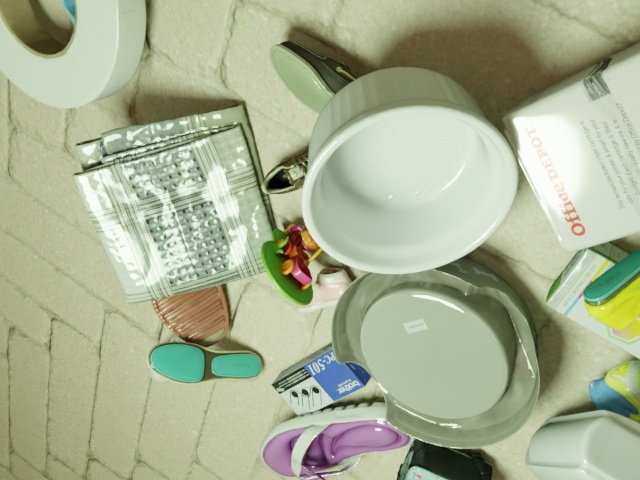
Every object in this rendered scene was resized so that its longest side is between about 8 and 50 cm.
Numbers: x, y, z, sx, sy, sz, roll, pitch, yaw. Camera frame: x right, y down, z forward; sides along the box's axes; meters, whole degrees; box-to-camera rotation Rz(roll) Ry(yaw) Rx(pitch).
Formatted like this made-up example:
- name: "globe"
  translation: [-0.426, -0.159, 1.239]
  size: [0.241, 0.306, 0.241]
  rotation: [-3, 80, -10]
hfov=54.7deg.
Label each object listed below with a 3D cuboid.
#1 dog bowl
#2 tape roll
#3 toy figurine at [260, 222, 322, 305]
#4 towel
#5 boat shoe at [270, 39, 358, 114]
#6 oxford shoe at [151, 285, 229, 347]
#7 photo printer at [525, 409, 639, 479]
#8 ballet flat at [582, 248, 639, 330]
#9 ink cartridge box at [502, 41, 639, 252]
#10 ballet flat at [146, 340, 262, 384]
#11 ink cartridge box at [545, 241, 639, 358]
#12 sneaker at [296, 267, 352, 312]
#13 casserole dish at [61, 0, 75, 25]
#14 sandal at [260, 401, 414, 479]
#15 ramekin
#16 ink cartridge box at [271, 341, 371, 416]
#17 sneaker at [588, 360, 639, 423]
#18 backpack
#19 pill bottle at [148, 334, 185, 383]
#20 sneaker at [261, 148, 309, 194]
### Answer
- name: "dog bowl"
  translation: [0.193, 0.173, 1.025]
  size: [0.348, 0.102, 0.349]
  rotation: [14, 122, 24]
- name: "tape roll"
  translation: [-0.469, -0.425, 1.066]
  size: [0.392, 0.072, 0.392]
  rotation: [14, 121, 24]
- name: "toy figurine"
  translation: [0.000, 0.000, 1.044]
  size: [0.159, 0.173, 0.130]
  rotation: [-36, 123, 20]
- name: "towel"
  translation: [-0.247, -0.057, 1.098]
  size: [0.312, 0.056, 0.324]
  rotation: [-13, 110, 2]
- name: "boat shoe"
  translation: [0.024, -0.226, 0.930]
  size: [0.228, 0.069, 0.081]
  rotation: [42, 158, 6]
- name: "oxford shoe"
  translation: [-0.308, 0.045, 1.265]
  size: [0.397, 0.140, 0.146]
  rotation: [66, 168, -26]
- name: "photo printer"
  translation: [0.443, 0.350, 0.888]
  size: [0.256, 0.107, 0.307]
  rotation: [30, 165, 11]
- name: "ballet flat"
  translation: [0.437, 0.026, 0.777]
  size: [0.231, 0.077, 0.077]
  rotation: [-43, 100, 8]
- name: "ink cartridge box"
  translation: [0.389, -0.127, 0.730]
  size: [0.273, 0.115, 0.198]
  rotation: [-22, 102, 38]
- name: "ballet flat"
  translation: [-0.244, 0.260, 1.289]
  size: [0.248, 0.086, 0.086]
  rotation: [14, 134, -26]
- name: "ink cartridge box"
  translation: [0.438, 0.092, 0.857]
  size: [0.209, 0.062, 0.109]
  rotation: [32, 127, 12]
- name: "sneaker"
  translation: [0.002, 0.086, 1.128]
  size: [0.134, 0.051, 0.070]
  rotation: [-18, 99, 37]
- name: "casserole dish"
  translation: [-0.384, -0.443, 1.073]
  size: [0.114, 0.037, 0.188]
  rotation: [44, 129, 3]
- name: "sandal"
  translation: [0.009, 0.428, 1.252]
  size: [0.169, 0.102, 0.416]
  rotation: [39, 131, -18]
- name: "ramekin"
  translation: [0.111, -0.095, 0.837]
  size: [0.277, 0.135, 0.277]
  rotation: [-2, 134, -2]
- name: "ink cartridge box"
  translation: [-0.001, 0.277, 1.235]
  size: [0.097, 0.046, 0.207]
  rotation: [50, 129, -4]
- name: "sneaker"
  translation: [0.500, 0.277, 0.922]
  size: [0.240, 0.091, 0.126]
  rotation: [49, 148, -1]
- name: "backpack"
  translation: [0.218, 0.481, 1.154]
  size: [0.166, 0.144, 0.188]
  rotation: [19, 134, 5]
- name: "pill bottle"
  translation: [-0.336, 0.271, 1.414]
  size: [0.078, 0.078, 0.137]
  rotation: [47, 129, 0]
- name: "sneaker"
  translation: [-0.018, -0.115, 1.011]
  size: [0.188, 0.071, 0.066]
  rotation: [-24, 102, 38]
